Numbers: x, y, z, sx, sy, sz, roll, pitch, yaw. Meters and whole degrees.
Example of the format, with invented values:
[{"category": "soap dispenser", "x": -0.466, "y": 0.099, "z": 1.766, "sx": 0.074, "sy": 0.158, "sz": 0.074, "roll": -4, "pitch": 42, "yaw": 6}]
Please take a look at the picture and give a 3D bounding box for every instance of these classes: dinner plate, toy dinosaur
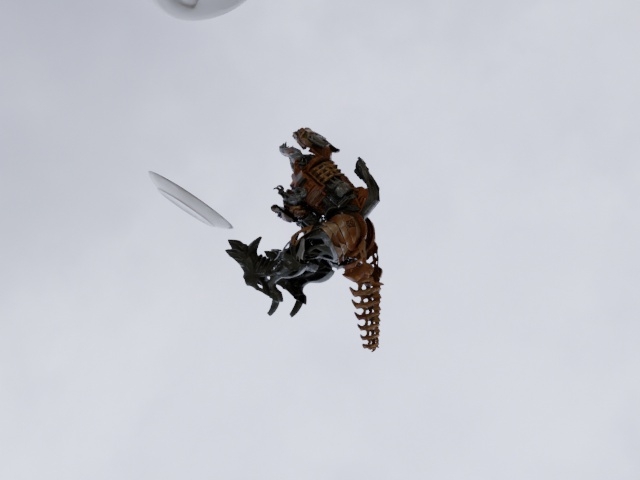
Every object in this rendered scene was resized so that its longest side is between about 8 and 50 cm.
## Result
[{"category": "dinner plate", "x": -0.182, "y": -0.050, "z": 1.492, "sx": 0.141, "sy": 0.141, "sz": 0.017, "roll": 33, "pitch": -97, "yaw": 12}, {"category": "toy dinosaur", "x": 0.000, "y": 0.000, "z": 1.536, "sx": 0.164, "sy": 0.218, "sz": 0.322, "roll": 39, "pitch": -152, "yaw": -46}]

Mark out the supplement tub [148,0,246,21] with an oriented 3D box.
[{"category": "supplement tub", "x": -0.149, "y": -0.342, "z": 1.126, "sx": 0.144, "sy": 0.144, "sz": 0.200, "roll": -11, "pitch": -124, "yaw": -32}]
